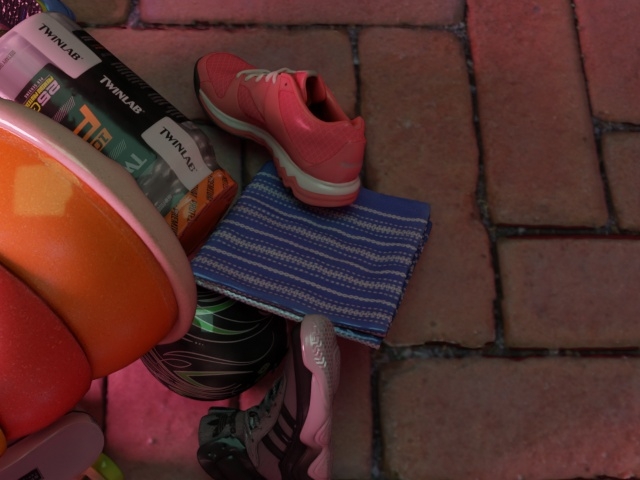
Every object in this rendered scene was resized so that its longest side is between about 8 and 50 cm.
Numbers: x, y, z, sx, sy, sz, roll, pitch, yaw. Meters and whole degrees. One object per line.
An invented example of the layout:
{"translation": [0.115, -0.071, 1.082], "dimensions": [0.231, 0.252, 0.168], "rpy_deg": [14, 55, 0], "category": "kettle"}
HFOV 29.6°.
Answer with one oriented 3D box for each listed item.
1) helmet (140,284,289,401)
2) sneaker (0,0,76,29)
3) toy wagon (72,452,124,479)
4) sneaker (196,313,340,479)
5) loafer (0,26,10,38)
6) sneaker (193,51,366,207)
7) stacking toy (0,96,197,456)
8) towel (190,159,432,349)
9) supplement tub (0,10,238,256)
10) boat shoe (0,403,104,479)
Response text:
{"translation": [-0.137, 0.107, 1.428], "dimensions": [0.161, 0.169, 0.169], "rpy_deg": [-20, 64, -31], "category": "helmet"}
{"translation": [-0.436, -0.345, 1.708], "dimensions": [0.209, 0.069, 0.082], "rpy_deg": [31, 27, 22], "category": "sneaker"}
{"translation": [-0.338, 0.335, 1.340], "dimensions": [0.344, 0.068, 0.267], "rpy_deg": [36, 65, 13], "category": "toy wagon"}
{"translation": [-0.060, 0.194, 1.341], "dimensions": [0.153, 0.269, 0.101], "rpy_deg": [6, 33, 4], "category": "sneaker"}
{"translation": [-0.504, -0.223, 1.624], "dimensions": [0.251, 0.094, 0.087], "rpy_deg": [-18, 40, -24], "category": "loafer"}
{"translation": [-0.043, -0.180, 1.573], "dimensions": [0.116, 0.136, 0.314], "rpy_deg": [-17, 49, -41], "category": "sneaker"}
{"translation": [-0.382, 0.123, 1.177], "dimensions": [0.350, 0.351, 0.480], "rpy_deg": [32, 62, 12], "category": "stacking toy"}
{"translation": [0.000, 0.000, 1.474], "dimensions": [0.243, 0.040, 0.336], "rpy_deg": [18, 29, 6], "category": "towel"}
{"translation": [-0.265, -0.112, 1.471], "dimensions": [0.316, 0.193, 0.193], "rpy_deg": [40, 65, 6], "category": "supplement tub"}
{"translation": [-0.356, 0.250, 1.273], "dimensions": [0.258, 0.095, 0.084], "rpy_deg": [-24, 36, -25], "category": "boat shoe"}
